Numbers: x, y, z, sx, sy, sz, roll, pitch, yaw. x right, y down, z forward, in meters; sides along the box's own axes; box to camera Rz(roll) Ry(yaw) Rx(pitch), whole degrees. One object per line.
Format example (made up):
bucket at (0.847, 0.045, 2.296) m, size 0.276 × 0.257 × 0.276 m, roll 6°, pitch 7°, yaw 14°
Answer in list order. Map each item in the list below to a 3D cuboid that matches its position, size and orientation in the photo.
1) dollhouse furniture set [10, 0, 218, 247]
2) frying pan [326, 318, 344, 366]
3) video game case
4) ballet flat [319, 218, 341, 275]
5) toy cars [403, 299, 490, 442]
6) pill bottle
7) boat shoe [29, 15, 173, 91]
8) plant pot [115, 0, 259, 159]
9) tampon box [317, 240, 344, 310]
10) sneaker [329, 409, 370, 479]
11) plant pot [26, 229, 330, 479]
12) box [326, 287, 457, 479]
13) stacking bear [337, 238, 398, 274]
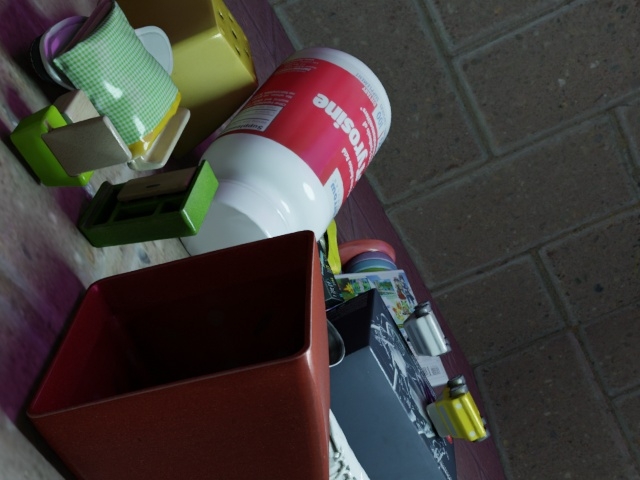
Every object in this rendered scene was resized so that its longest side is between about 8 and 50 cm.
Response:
dollhouse furniture set at (-0.217, -0.166, 1.142) m, size 0.301 × 0.151 × 0.197 m, roll -74°, pitch 146°, yaw -45°
frying pan at (-0.065, 0.119, 1.591) m, size 0.197 × 0.053 × 0.326 m, roll 19°, pitch 25°, yaw -24°
video game case at (0.136, 0.213, 2.113) m, size 0.329 × 0.036 × 0.299 m, roll -2°, pitch 65°, yaw -47°
ballet flat at (0.000, 0.000, 2.226) m, size 0.077 × 0.077 × 0.230 m, roll 34°, pitch 32°, yaw -38°
toy cars at (0.221, 0.248, 1.746) m, size 0.176 × 0.087 × 0.393 m, roll 59°, pitch 8°, yaw -40°
pill bottle at (-0.057, -0.123, 1.505) m, size 0.229 × 0.229 × 0.407 m, roll 59°, pitch 43°, yaw -28°
boat shoe at (-0.312, -0.244, 1.269) m, size 0.302 × 0.091 × 0.114 m, roll -19°, pitch 102°, yaw -68°
plant pot at (-0.224, -0.303, 1.541) m, size 0.212 × 0.187 × 0.212 m, roll 54°, pitch 17°, yaw -48°
tampon box at (-0.038, 0.065, 1.825) m, size 0.161 × 0.102 × 0.120 m, roll 67°, pitch 11°, yaw 13°
sneaker at (0.005, 0.338, 1.388) m, size 0.297 × 0.111 × 0.129 m, roll 59°, pitch -10°, yaw 9°
plant pot at (-0.107, 0.173, 0.970) m, size 0.267 × 0.267 × 0.235 m, roll -89°, pitch 165°, yaw -64°
box at (0.103, 0.314, 1.726) m, size 0.343 × 0.179 × 0.312 m, roll 60°, pitch 13°, yaw -12°
stacking bear at (0.131, 0.151, 2.307) m, size 0.175 × 0.164 × 0.289 m, roll 54°, pitch 20°, yaw -43°
